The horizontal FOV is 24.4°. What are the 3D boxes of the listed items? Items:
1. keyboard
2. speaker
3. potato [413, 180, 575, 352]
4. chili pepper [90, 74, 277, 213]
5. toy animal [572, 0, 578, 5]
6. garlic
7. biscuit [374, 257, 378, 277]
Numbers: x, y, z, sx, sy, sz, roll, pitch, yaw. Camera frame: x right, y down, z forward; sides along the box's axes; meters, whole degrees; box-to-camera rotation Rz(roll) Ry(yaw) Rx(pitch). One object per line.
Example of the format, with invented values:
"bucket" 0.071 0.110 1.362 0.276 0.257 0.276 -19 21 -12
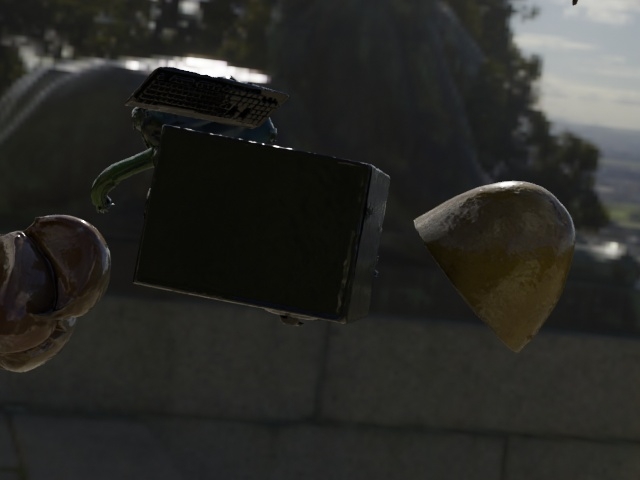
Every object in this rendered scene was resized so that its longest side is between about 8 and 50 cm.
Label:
"keyboard" -0.127 -0.159 1.693 0.196 0.074 0.015 8 48 -44
"speaker" -0.057 -0.011 1.611 0.232 0.184 0.254 11 0 8
"potato" 0.227 0.010 1.756 0.178 0.158 0.203 39 20 -43
"chili pepper" -0.194 -0.118 2.017 0.261 0.174 0.165 -26 7 -13
"toy animal" 0.234 -0.335 1.790 0.224 0.066 0.230 -13 -21 4
"garlic" -0.349 0.071 1.725 0.214 0.191 0.160 -4 -37 -10
"biscuit" 0.000 0.000 2.197 0.194 0.053 0.194 22 30 -13
